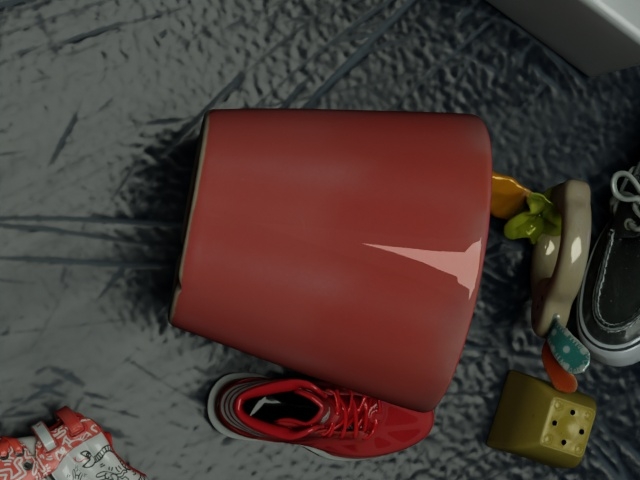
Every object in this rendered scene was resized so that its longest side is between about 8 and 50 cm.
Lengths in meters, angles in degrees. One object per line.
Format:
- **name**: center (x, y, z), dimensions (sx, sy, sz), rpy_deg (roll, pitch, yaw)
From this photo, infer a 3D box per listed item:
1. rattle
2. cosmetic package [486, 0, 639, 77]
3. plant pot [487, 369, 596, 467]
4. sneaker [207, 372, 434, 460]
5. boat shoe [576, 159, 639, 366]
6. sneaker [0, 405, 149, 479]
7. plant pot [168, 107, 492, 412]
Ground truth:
- **rattle**: center (0.188, 0.035, 1.502), dimensions (0.143, 0.130, 0.199), rpy_deg (14, 82, -23)
- **cosmetic package**: center (0.171, -0.378, 1.487), dimensions (0.453, 0.161, 0.230), rpy_deg (33, 81, -14)
- **plant pot**: center (0.224, 0.178, 1.535), dimensions (0.082, 0.083, 0.081), rpy_deg (19, 84, -15)
- **sneaker**: center (0.015, 0.167, 1.450), dimensions (0.221, 0.128, 0.087), rpy_deg (2, 89, -16)
- **boat shoe**: center (0.336, -0.025, 1.538), dimensions (0.113, 0.105, 0.306), rpy_deg (28, 78, 29)
- **sneaker**: center (-0.282, 0.195, 1.384), dimensions (0.270, 0.090, 0.145), rpy_deg (34, 79, -17)
- **plant pot**: center (0.000, 0.000, 1.394), dimensions (0.243, 0.275, 0.274), rpy_deg (10, 87, -6)
